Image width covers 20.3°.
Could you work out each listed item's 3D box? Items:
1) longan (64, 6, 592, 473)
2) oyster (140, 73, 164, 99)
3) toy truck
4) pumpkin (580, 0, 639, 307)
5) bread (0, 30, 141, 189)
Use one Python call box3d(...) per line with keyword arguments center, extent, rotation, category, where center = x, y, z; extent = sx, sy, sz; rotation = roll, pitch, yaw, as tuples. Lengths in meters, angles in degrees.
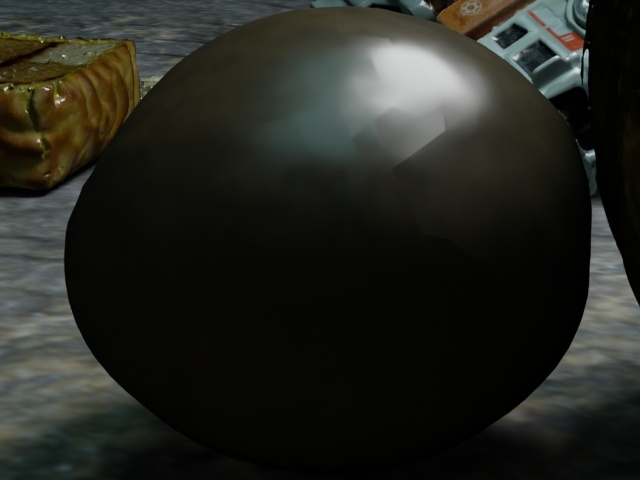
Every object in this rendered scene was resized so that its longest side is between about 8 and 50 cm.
box3d(center=(0.000, 0.000, 0.825), extent=(0.248, 0.248, 0.248), rotation=(0, 15, 0), category="longan")
box3d(center=(-0.089, -0.122, 1.606), extent=(0.200, 0.061, 0.106), rotation=(3, -2, 2), category="oyster")
box3d(center=(0.136, -0.149, 1.378), extent=(0.184, 0.133, 0.338), rotation=(-34, 47, -4), category="toy truck")
box3d(center=(0.305, -0.100, 0.759), extent=(0.344, 0.454, 0.454), rotation=(33, 4, -21), category="pumpkin")
box3d(center=(-0.250, -0.107, 1.436), extent=(0.181, 0.096, 0.222), rotation=(3, 18, 13), category="bread")
